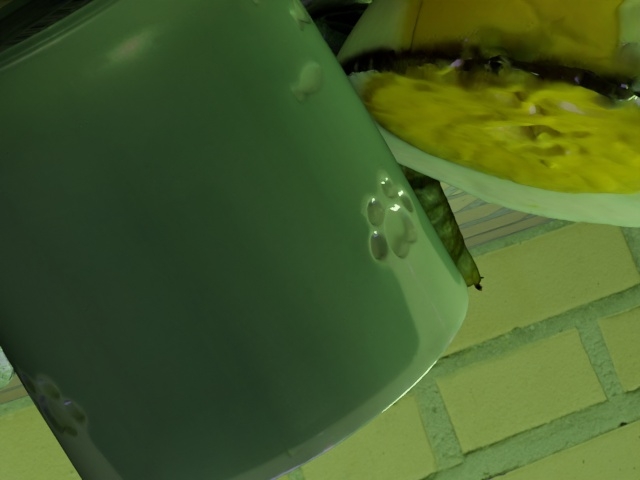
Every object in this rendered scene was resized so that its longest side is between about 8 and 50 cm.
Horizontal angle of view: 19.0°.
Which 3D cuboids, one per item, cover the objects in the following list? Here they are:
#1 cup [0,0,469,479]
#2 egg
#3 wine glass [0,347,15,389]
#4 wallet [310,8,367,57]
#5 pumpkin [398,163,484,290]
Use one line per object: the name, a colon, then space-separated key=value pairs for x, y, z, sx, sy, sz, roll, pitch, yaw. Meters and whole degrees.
cup: x=-0.094 y=-0.040 z=1.170 sx=0.259 sy=0.274 sz=0.356 roll=-28 pitch=-161 yaw=3
egg: x=0.183 y=-0.145 z=1.419 sx=0.337 sy=0.201 sz=0.337 roll=18 pitch=165 yaw=5
wine glass: x=-0.393 y=0.081 z=1.766 sx=0.196 sy=0.165 sz=0.165 roll=-14 pitch=172 yaw=-19
wallet: x=-0.044 y=-0.128 z=1.597 sx=0.236 sy=0.055 sz=0.160 roll=-24 pitch=166 yaw=32
pumpkin: x=0.000 y=0.000 z=2.001 sx=0.303 sy=0.225 sz=0.256 roll=-23 pitch=175 yaw=16
